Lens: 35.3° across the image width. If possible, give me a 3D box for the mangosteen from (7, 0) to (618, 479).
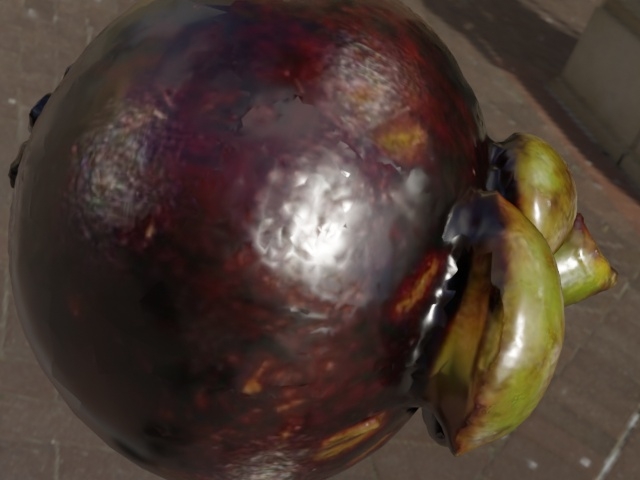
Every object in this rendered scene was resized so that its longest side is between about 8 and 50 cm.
[{"bbox_3d":[0.000,0.000,0.579,0.347,0.307,0.307,17,28,3],"label":"mangosteen"}]
